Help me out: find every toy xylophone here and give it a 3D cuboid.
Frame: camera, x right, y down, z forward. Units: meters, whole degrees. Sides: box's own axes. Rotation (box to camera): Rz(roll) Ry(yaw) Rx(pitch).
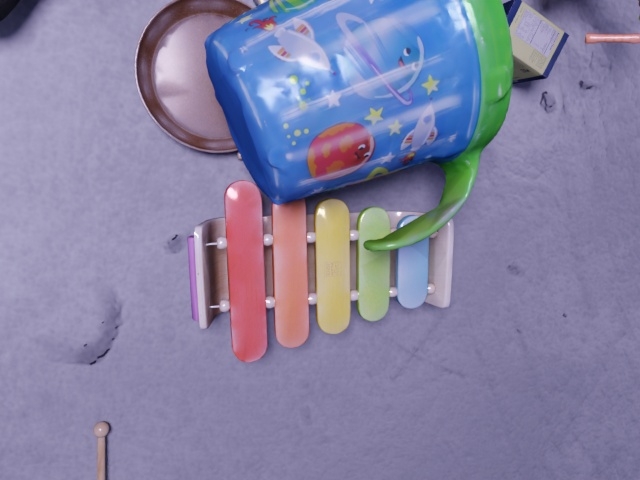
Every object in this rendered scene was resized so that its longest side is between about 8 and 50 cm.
[{"bbox_3d":[0.000,0.000,0.589,0.322,0.081,0.237,-11,102,-13],"label":"toy xylophone"}]

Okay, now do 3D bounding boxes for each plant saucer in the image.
[{"bbox_3d":[-0.118,-0.184,0.553,0.168,0.029,0.169,-3,101,-14],"label":"plant saucer"}]

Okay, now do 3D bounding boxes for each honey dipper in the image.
[{"bbox_3d":[-0.265,0.298,0.601,0.030,0.030,0.161,2,95,-15],"label":"honey dipper"}]

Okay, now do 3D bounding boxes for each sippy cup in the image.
[{"bbox_3d":[0.019,-0.152,0.482,0.223,0.240,0.306,-25,64,-13],"label":"sippy cup"}]

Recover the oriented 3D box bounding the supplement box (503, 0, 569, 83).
[{"bbox_3d":[0.235,-0.240,0.606,0.083,0.083,0.056,25,95,-16],"label":"supplement box"}]

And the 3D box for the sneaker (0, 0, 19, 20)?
[{"bbox_3d":[-0.217,-0.314,0.463,0.146,0.104,0.296,26,88,-12],"label":"sneaker"}]

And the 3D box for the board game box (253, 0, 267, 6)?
[{"bbox_3d":[-0.054,-0.341,0.543,0.103,0.026,0.154,-31,106,-8],"label":"board game box"}]

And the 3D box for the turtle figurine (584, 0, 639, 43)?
[{"bbox_3d":[0.313,-0.355,0.579,0.269,0.087,0.217,39,67,18],"label":"turtle figurine"}]
